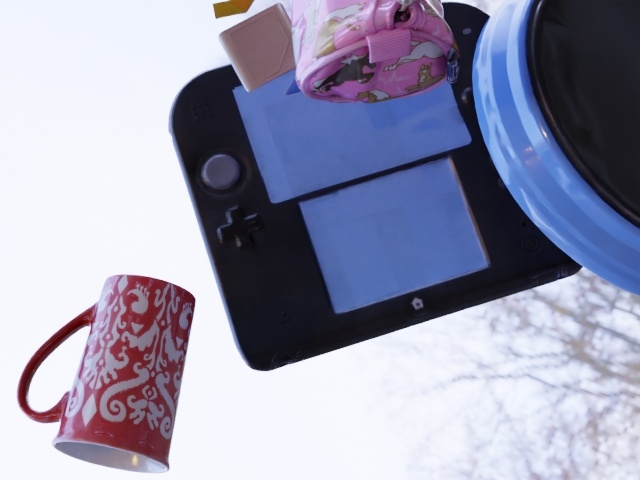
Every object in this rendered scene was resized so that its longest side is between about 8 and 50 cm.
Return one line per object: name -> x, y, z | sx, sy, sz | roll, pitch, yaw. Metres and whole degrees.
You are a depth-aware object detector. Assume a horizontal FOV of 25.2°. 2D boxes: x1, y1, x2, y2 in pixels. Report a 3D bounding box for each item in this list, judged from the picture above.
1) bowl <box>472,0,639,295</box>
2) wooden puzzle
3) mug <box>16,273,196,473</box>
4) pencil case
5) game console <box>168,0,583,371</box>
bowl -> 0.342, -0.127, 1.481 | 0.391, 0.077, 0.391 | 13, -122, -22
wooden puzzle -> -0.056, -0.192, 1.419 | 0.079, 0.014, 0.116 | -22, -95, 2
mug -> -0.195, 0.120, 1.355 | 0.150, 0.113, 0.169 | 20, -111, -22
pencil case -> 0.038, -0.324, 1.353 | 0.160, 0.167, 0.386 | 21, -121, -56
game console -> 0.054, -0.069, 1.542 | 0.387, 0.342, 0.060 | -17, -21, -4
